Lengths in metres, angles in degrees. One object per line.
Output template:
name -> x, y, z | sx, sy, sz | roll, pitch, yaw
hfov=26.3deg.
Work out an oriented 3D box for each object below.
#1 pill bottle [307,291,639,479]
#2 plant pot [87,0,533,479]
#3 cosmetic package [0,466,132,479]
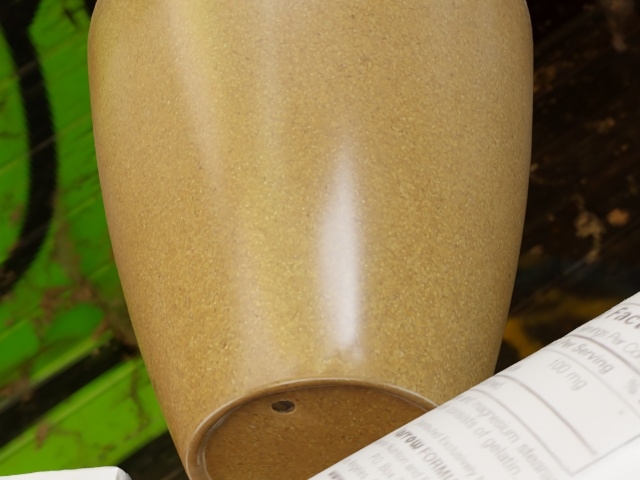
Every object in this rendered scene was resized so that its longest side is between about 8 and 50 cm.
pill bottle -> 0.101, 0.079, 0.363 | 0.131, 0.229, 0.131 | 59, -10, 16
plant pot -> 0.000, 0.000, 0.650 | 0.237, 0.237, 0.254 | 67, 14, -47
cosmetic package -> -0.159, 0.347, 0.882 | 0.217, 0.156, 0.385 | -85, 165, -44
